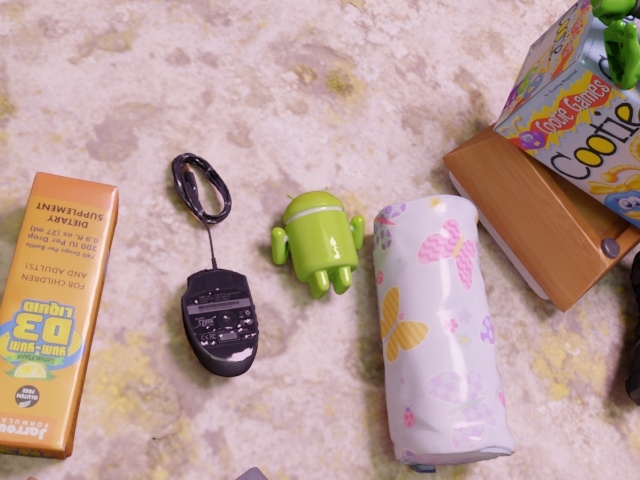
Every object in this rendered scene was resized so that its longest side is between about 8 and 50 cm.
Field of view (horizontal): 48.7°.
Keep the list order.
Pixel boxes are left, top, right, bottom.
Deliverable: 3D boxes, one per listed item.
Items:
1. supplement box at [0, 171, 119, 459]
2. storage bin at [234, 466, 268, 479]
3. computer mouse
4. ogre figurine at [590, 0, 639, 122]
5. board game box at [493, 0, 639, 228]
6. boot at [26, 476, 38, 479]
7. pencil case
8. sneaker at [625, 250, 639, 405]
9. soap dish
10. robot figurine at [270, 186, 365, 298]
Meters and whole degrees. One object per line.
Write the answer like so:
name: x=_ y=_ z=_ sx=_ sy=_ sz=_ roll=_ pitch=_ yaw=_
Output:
supplement box: x=-0.231 y=0.063 z=0.608 sx=0.078 sy=0.080 sz=0.233 roll=10 pitch=68 yaw=-15
storage bin: x=-0.073 y=0.259 z=0.589 sx=0.135 sy=0.098 sz=0.091 roll=-31 pitch=73 yaw=-29
computer mouse: x=-0.111 y=0.021 z=0.702 sx=0.071 sy=0.041 sz=0.242 roll=-4 pitch=64 yaw=-21
ogre figurine: x=0.324 y=-0.149 z=0.612 sx=0.118 sy=0.097 sz=0.197 roll=-24 pitch=66 yaw=-7
board game box: x=0.350 y=-0.121 z=0.741 sx=0.275 sy=0.142 sz=0.144 roll=33 pitch=63 yaw=-7
boot: x=-0.289 y=0.286 z=0.496 sx=0.236 sy=0.089 sz=0.269 roll=44 pitch=60 yaw=-11
pencil case: x=0.123 y=0.090 z=0.719 sx=0.124 sy=0.113 sz=0.273 roll=7 pitch=67 yaw=-30
sneaker: x=0.418 y=0.080 z=0.865 sx=0.124 sy=0.107 sz=0.283 roll=41 pitch=56 yaw=15
soap dish: x=0.322 y=-0.084 z=0.865 sx=0.291 sy=0.118 sz=0.229 roll=-33 pitch=84 yaw=-30
robot figurine: x=0.000 y=0.000 z=0.731 sx=0.101 sy=0.067 sz=0.115 roll=-11 pitch=73 yaw=-13
